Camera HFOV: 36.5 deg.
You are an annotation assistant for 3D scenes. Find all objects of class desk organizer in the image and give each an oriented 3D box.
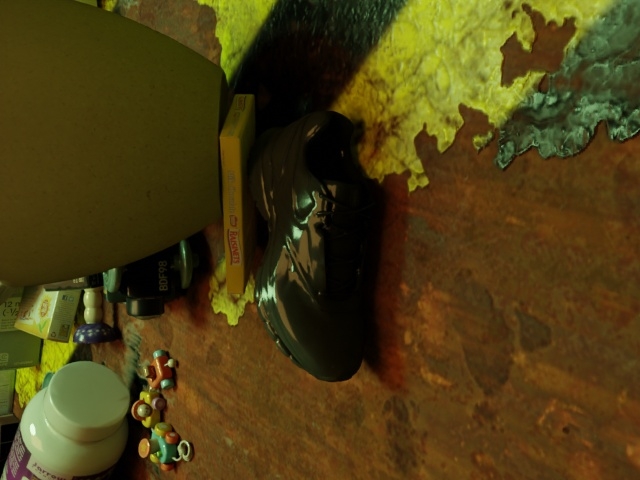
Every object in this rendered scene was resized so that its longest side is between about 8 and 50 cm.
[{"bbox_3d":[-0.676,0.442,2.079,0.050,0.047,0.130,21,109,52],"label":"desk organizer"}]

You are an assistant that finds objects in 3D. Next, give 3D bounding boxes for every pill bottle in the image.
[{"bbox_3d":[-0.405,0.332,1.554,0.169,0.169,0.301,62,139,34],"label":"pill bottle"}]

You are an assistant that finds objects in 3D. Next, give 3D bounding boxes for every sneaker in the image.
[{"bbox_3d":[0.000,0.000,0.988,0.130,0.109,0.286,-27,71,50],"label":"sneaker"}]

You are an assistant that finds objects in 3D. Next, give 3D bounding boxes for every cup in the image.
[{"bbox_3d":[-0.226,-0.111,1.085,0.331,0.237,0.331,-179,90,-89],"label":"cup"}]

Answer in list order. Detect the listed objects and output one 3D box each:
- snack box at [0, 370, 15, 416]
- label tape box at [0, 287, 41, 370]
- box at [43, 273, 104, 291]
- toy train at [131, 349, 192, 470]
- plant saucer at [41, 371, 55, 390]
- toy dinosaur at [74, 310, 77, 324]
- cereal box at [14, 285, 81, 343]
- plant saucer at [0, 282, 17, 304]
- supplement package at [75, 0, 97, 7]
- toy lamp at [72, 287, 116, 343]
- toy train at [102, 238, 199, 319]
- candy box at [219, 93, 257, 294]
[{"bbox_3d":[-0.727,0.272,2.126,0.174,0.070,0.207,35,122,50],"label":"snack box"},{"bbox_3d":[-0.630,0.047,1.929,0.249,0.115,0.347,40,126,47],"label":"label tape box"},{"bbox_3d":[-0.353,-0.021,1.453,0.078,0.147,0.180,-4,93,15],"label":"box"},{"bbox_3d":[-0.239,0.251,1.410,0.125,0.046,0.166,-44,55,49],"label":"toy train"},{"bbox_3d":[-0.496,0.305,1.822,0.119,0.021,0.119,4,94,57],"label":"plant saucer"},{"bbox_3d":[-0.450,0.109,1.720,0.082,0.047,0.090,40,123,47],"label":"toy dinosaur"},{"bbox_3d":[-0.454,0.047,1.674,0.173,0.047,0.240,6,81,56],"label":"cereal box"},{"bbox_3d":[-0.557,0.012,1.718,0.278,0.041,0.277,-33,40,33],"label":"plant saucer"},{"bbox_3d":[-0.486,-0.341,1.643,0.244,0.139,0.133,-37,55,46],"label":"supplement package"},{"bbox_3d":[-0.373,0.027,1.571,0.080,0.080,0.274,-3,89,56],"label":"toy lamp"},{"bbox_3d":[-0.255,-0.060,1.351,0.190,0.142,0.333,-174,81,-68],"label":"toy train"},{"bbox_3d":[-0.091,-0.051,1.097,0.105,0.027,0.205,-85,-3,-56],"label":"candy box"}]
